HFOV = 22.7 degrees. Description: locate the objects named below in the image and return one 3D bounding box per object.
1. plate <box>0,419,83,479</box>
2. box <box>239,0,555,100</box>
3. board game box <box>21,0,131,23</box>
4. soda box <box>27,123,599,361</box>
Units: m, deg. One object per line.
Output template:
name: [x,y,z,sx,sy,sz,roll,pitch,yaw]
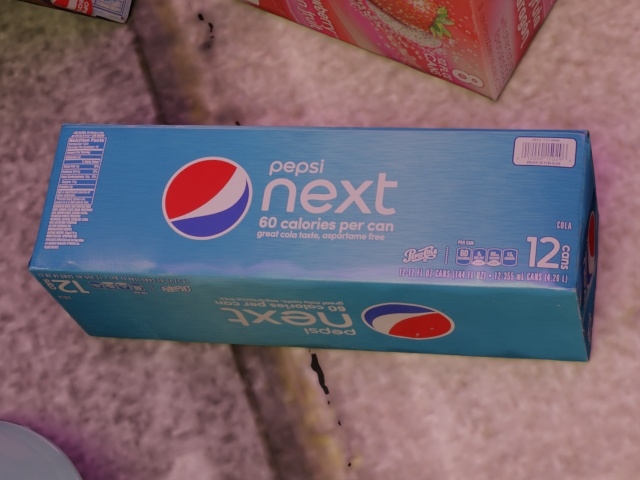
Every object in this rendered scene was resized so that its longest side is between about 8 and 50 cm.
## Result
plate: [-0.166,0.143,0.587,0.188,0.024,0.188,-18,48,21]
box: [0.017,-0.201,0.585,0.154,0.300,0.142,25,73,23]
board game box: [-0.181,-0.149,0.691,0.194,0.194,0.060,14,92,5]
soda box: [0.000,0.000,0.623,0.210,0.071,0.067,2,65,15]
